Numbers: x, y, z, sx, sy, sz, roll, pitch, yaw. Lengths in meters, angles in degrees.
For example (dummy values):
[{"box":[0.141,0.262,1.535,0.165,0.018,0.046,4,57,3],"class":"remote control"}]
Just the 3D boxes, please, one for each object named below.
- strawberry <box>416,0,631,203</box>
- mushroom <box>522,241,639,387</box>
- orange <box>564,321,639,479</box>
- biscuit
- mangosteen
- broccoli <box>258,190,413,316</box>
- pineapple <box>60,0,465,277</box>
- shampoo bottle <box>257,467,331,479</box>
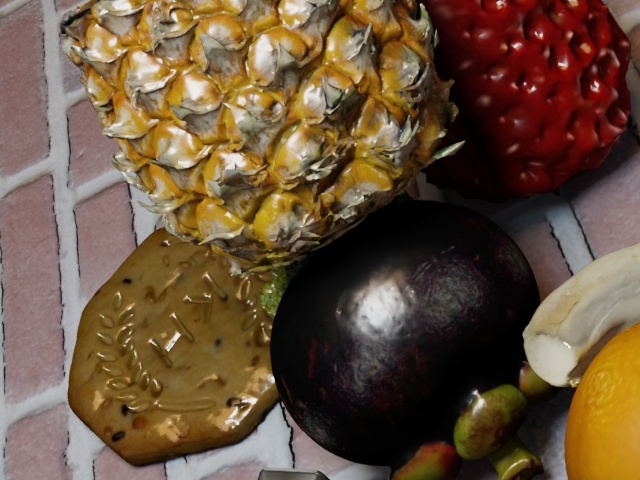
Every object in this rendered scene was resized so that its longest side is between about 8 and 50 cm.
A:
[{"box":[0.161,-0.224,1.497,0.295,0.345,0.317,-25,42,6],"class":"strawberry"},{"box":[0.334,0.030,1.300,0.351,0.095,0.123,-28,8,-16],"class":"mushroom"},{"box":[0.320,0.174,1.150,0.246,0.246,0.246,-17,47,20],"class":"orange"},{"box":[-0.148,0.100,1.652,0.359,0.046,0.359,-17,49,20],"class":"biscuit"},{"box":[0.103,0.115,1.353,0.275,0.275,0.302,-39,78,-1],"class":"mangosteen"},{"box":[0.000,0.000,1.552,0.194,0.194,0.220,20,80,42],"class":"broccoli"},{"box":[-0.047,-0.143,1.298,0.352,0.300,0.352,-32,4,3],"class":"pineapple"},{"box":[-0.045,0.345,1.356,0.080,0.079,0.246,-3,54,31],"class":"shampoo bottle"}]
